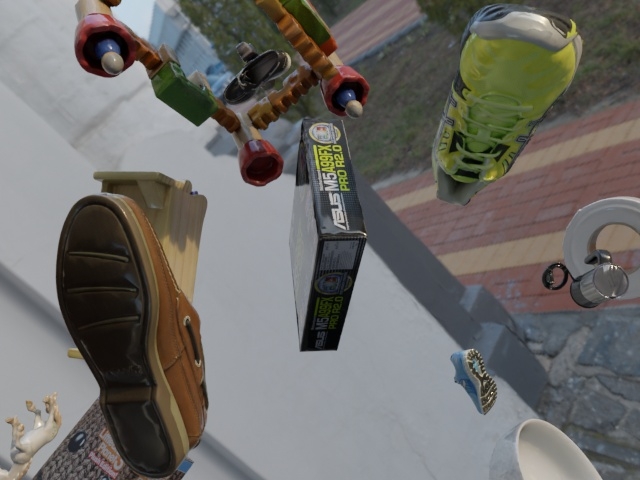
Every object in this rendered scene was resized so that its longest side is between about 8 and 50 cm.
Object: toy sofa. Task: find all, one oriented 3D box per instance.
[{"bbox_3d":[-0.340,0.056,1.155,0.150,0.177,0.362,2,82,20],"label":"toy sofa"}]

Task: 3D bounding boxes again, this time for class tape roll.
[{"bbox_3d":[0.828,0.019,1.687,0.286,0.286,0.100,-30,-12,35],"label":"tape roll"}]

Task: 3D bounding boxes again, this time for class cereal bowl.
[{"bbox_3d":[0.458,0.543,1.222,0.141,0.339,0.339,-44,16,29],"label":"cereal bowl"}]

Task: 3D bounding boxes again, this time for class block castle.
[{"bbox_3d":[-0.140,-0.298,1.008,0.303,0.453,0.212,-38,52,14],"label":"block castle"}]

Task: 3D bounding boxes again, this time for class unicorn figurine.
[{"bbox_3d":[-0.477,0.326,0.984,0.060,0.111,0.162,14,25,29],"label":"unicorn figurine"}]

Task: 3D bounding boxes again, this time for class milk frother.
[{"bbox_3d":[0.619,0.095,1.437,0.143,0.129,0.134,-14,-16,-4],"label":"milk frother"}]

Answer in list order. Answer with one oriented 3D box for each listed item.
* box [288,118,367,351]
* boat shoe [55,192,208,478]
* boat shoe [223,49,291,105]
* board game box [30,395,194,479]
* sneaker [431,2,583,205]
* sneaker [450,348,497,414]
[{"bbox_3d":[0.000,0.000,0.865,0.270,0.060,0.216,100,165,-50],"label":"box"},{"bbox_3d":[-0.189,0.092,0.646,0.111,0.307,0.104,2,18,20],"label":"boat shoe"},{"bbox_3d":[-0.103,-0.247,0.922,0.125,0.046,0.038,-24,-5,23],"label":"boat shoe"},{"bbox_3d":[-0.460,0.513,1.302,0.232,0.141,0.291,25,73,44],"label":"board game box"},{"bbox_3d":[0.226,-0.152,0.782,0.384,0.145,0.147,68,-143,-74],"label":"sneaker"},{"bbox_3d":[0.338,0.312,1.355,0.063,0.162,0.073,-30,13,-37],"label":"sneaker"}]
